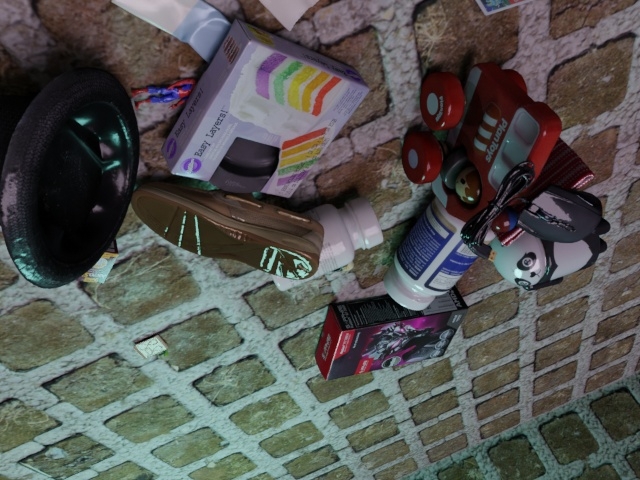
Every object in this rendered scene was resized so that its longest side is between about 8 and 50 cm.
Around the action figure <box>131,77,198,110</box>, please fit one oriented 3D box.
[{"bbox_3d":[-0.225,-0.222,0.889,0.115,0.030,0.038,-15,135,-14],"label":"action figure"}]

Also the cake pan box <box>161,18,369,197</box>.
[{"bbox_3d":[-0.090,-0.191,0.942,0.246,0.070,0.267,11,130,-41],"label":"cake pan box"}]

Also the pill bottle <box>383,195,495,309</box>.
[{"bbox_3d":[0.259,0.026,1.306,0.153,0.153,0.264,7,131,-32],"label":"pill bottle"}]

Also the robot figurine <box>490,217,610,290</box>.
[{"bbox_3d":[0.552,0.009,1.414,0.278,0.209,0.173,-16,175,-11],"label":"robot figurine"}]

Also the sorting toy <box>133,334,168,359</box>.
[{"bbox_3d":[-0.383,0.249,1.344,0.062,0.012,0.083,-26,137,-5],"label":"sorting toy"}]

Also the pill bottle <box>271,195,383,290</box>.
[{"bbox_3d":[0.000,0.000,1.164,0.229,0.131,0.131,-22,141,-3],"label":"pill bottle"}]

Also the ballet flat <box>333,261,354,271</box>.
[{"bbox_3d":[0.001,0.054,1.289,0.173,0.049,0.057,7,132,-32],"label":"ballet flat"}]

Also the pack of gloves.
[{"bbox_3d":[-0.129,-0.329,0.803,0.195,0.046,0.232,-44,137,21],"label":"pack of gloves"}]

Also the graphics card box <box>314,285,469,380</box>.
[{"bbox_3d":[0.186,0.246,1.561,0.371,0.094,0.232,-7,137,-21],"label":"graphics card box"}]

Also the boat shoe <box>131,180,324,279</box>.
[{"bbox_3d":[-0.159,-0.034,1.041,0.341,0.110,0.121,21,142,-11],"label":"boat shoe"}]

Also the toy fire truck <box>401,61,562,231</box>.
[{"bbox_3d":[0.285,-0.151,1.042,0.170,0.253,0.302,-7,138,-19],"label":"toy fire truck"}]

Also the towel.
[{"bbox_3d":[0.383,-0.123,1.122,0.031,0.274,0.199,36,114,-24],"label":"towel"}]

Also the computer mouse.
[{"bbox_3d":[0.362,-0.016,0.981,0.262,0.060,0.184,16,124,-35],"label":"computer mouse"}]

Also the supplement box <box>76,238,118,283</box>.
[{"bbox_3d":[-0.410,0.034,1.068,0.055,0.043,0.083,10,130,-36],"label":"supplement box"}]

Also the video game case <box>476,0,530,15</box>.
[{"bbox_3d":[0.285,-0.422,0.845,0.184,0.023,0.201,-5,156,39],"label":"video game case"}]

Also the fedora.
[{"bbox_3d":[-0.387,-0.098,0.819,0.153,0.334,0.334,19,133,4],"label":"fedora"}]
